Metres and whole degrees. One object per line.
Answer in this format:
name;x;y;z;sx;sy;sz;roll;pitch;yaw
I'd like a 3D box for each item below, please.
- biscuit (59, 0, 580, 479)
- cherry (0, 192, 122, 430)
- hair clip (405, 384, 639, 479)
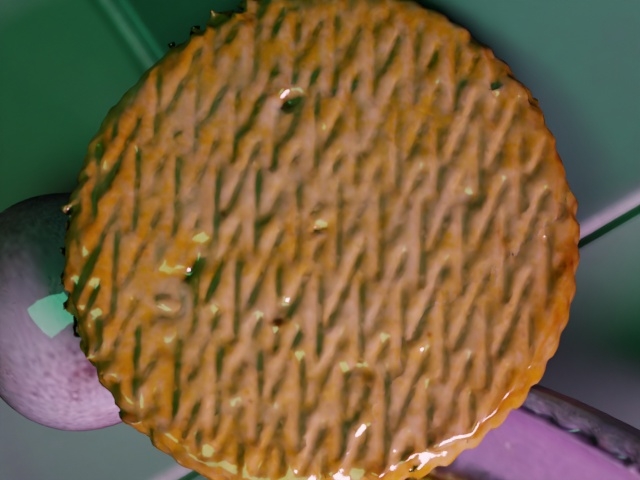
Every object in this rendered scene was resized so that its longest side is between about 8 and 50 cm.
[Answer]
biscuit;0.000;0.000;0.893;0.254;0.035;0.254;-1;73;5
cherry;-0.110;0.062;0.981;0.148;0.115;0.188;-17;114;-18
hair clip;0.124;0.139;0.881;0.358;0.110;0.096;24;72;43
